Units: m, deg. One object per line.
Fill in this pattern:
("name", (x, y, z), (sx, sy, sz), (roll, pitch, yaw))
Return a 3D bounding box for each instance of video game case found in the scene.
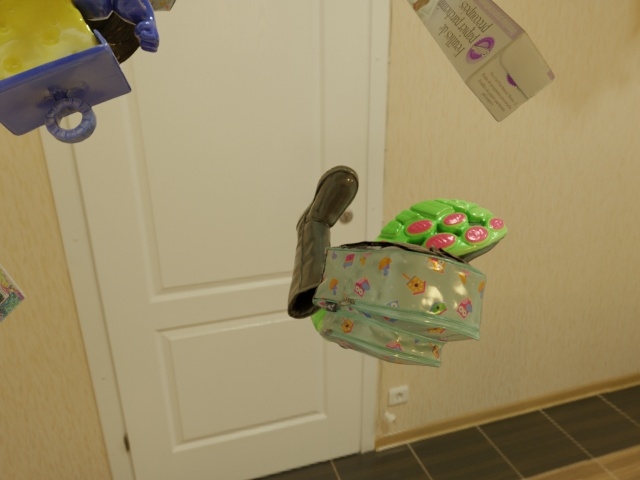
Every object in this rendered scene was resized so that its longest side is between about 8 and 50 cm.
("video game case", (-0.718, 0.114, 1.037), (0.019, 0.157, 0.143), (0, 39, 21))

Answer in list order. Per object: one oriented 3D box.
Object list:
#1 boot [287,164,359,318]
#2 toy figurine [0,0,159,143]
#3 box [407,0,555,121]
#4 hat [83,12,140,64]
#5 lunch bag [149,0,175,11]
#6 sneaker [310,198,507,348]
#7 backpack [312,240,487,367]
("boot", (0.003, 0.000, 0.806), (0.076, 0.189, 0.208), (23, 38, -9))
("toy figurine", (-0.262, -0.167, 0.375), (0.363, 0.217, 0.191), (-27, -2, -13))
("box", (0.150, -0.250, 0.548), (0.067, 0.063, 0.323), (33, 31, -32))
("hat", (-0.464, -0.479, 0.890), (0.332, 0.330, 0.134), (-12, 11, -28))
("lunch bag", (-0.348, -0.540, 1.064), (0.083, 0.053, 0.071), (-30, 4, 45))
("sneaker", (0.193, 0.070, 1.095), (0.483, 0.202, 0.185), (-29, 51, -8))
("backpack", (0.096, 0.073, 0.585), (0.166, 0.144, 0.188), (20, -19, -28))
